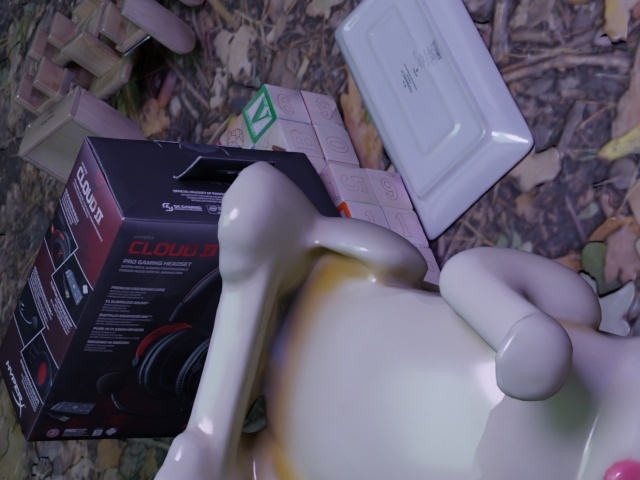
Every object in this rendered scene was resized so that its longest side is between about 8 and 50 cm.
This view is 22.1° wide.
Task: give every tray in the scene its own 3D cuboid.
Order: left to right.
[{"bbox_3d":[0.091,-0.147,1.514,0.145,0.030,0.270,-44,52,30],"label":"tray"}]

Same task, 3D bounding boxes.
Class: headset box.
[{"bbox_3d":[-0.128,0.036,1.418,0.293,0.218,0.110,-61,41,33],"label":"headset box"}]

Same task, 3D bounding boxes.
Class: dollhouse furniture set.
[{"bbox_3d":[-0.214,-0.162,1.802,0.212,0.161,0.242,-31,37,39],"label":"dollhouse furniture set"}]

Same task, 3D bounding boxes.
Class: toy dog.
[{"bbox_3d":[0.135,0.156,1.185,0.408,0.395,0.284,13,77,22],"label":"toy dog"}]

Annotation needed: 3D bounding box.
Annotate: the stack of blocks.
[{"bbox_3d":[0.000,0.000,1.521,0.171,0.087,0.297,-46,51,37],"label":"stack of blocks"}]
